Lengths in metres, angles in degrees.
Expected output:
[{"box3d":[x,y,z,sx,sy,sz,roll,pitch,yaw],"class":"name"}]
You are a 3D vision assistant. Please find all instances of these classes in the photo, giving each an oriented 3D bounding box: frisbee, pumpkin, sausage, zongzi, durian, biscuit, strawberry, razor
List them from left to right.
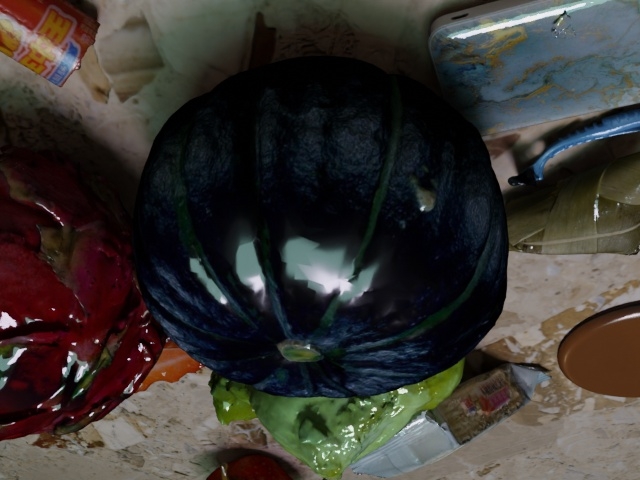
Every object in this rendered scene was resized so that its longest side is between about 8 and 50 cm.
[{"box3d":[-0.321,-0.234,0.613,0.274,0.074,0.074,33,132,-28],"class":"sausage"},{"box3d":[-0.245,0.123,1.005,0.228,0.098,0.174,-18,136,20],"class":"strawberry"},{"box3d":[0.000,0.000,0.709,0.363,0.266,0.363,2,144,2],"class":"pumpkin"},{"box3d":[0.030,0.179,0.932,0.339,0.256,0.204,-38,118,1],"class":"durian"},{"box3d":[0.187,0.256,1.040,0.309,0.079,0.186,-11,159,-49],"class":"biscuit"},{"box3d":[0.268,-0.044,0.754,0.160,0.079,0.176,-6,153,9],"class":"zongzi"},{"box3d":[0.308,-0.110,0.718,0.253,0.042,0.082,-20,176,25],"class":"razor"},{"box3d":[0.469,0.162,1.038,0.250,0.021,0.251,2,141,2],"class":"frisbee"}]

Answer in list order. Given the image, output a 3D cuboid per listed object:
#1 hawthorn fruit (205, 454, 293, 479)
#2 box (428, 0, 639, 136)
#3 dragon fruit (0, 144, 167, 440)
[{"box3d":[-0.138,0.498,1.365,0.205,0.205,0.253,-16,126,23],"class":"hawthorn fruit"},{"box3d":[0.248,-0.173,0.651,0.284,0.044,0.142,-11,141,18],"class":"box"},{"box3d":[-0.318,0.060,0.774,0.329,0.329,0.329,3,140,2],"class":"dragon fruit"}]
